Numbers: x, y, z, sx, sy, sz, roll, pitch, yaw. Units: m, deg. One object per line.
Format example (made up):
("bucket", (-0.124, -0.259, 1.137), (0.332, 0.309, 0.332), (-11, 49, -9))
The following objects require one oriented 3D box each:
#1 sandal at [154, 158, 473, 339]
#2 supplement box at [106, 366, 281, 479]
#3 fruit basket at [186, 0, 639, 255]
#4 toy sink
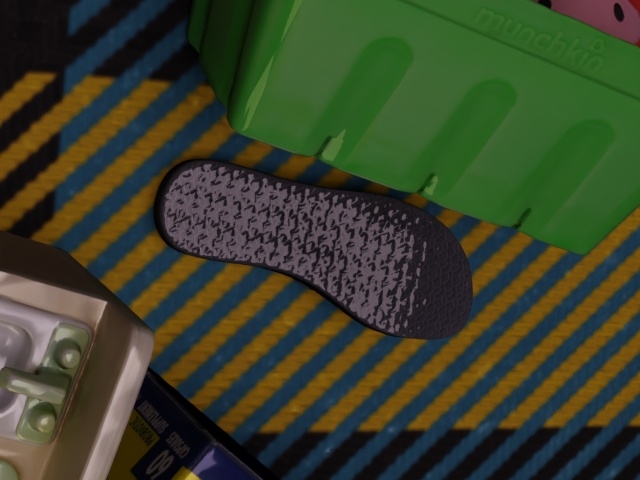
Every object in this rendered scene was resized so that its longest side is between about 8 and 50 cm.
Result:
("sandal", (0.000, -0.001, 1.228), (0.254, 0.054, 0.097), (22, 86, -16))
("supplement box", (-0.156, 0.294, 1.147), (0.195, 0.194, 0.356), (44, 84, -25))
("fruit basket", (0.120, -0.223, 1.121), (0.392, 0.283, 0.392), (-8, 121, -13))
("toy sink", (-0.219, 0.082, 1.050), (0.131, 0.234, 0.153), (18, 96, -25))
